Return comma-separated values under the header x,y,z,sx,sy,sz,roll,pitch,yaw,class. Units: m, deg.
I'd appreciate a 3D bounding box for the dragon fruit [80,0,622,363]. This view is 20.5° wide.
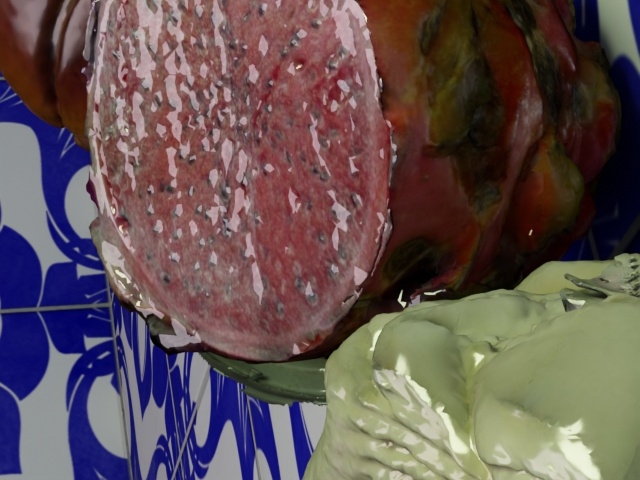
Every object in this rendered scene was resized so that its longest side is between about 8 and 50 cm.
x,y,z,sx,sy,sz,roll,pitch,yaw,class
0.036,-0.081,1.013,0.314,0.262,0.296,-4,95,51,dragon fruit

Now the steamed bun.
x,y,z,sx,sy,sz,roll,pitch,yaw,class
0.139,0.123,0.779,0.320,0.206,0.275,33,141,39,steamed bun

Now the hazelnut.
x,y,z,sx,sy,sz,roll,pitch,yaw,class
-0.181,-0.263,1.731,0.372,0.315,0.372,27,143,23,hazelnut

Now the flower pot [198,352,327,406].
x,y,z,sx,sy,sz,roll,pitch,yaw,class
0.000,0.000,1.344,0.141,0.235,0.235,-73,-7,-52,flower pot
